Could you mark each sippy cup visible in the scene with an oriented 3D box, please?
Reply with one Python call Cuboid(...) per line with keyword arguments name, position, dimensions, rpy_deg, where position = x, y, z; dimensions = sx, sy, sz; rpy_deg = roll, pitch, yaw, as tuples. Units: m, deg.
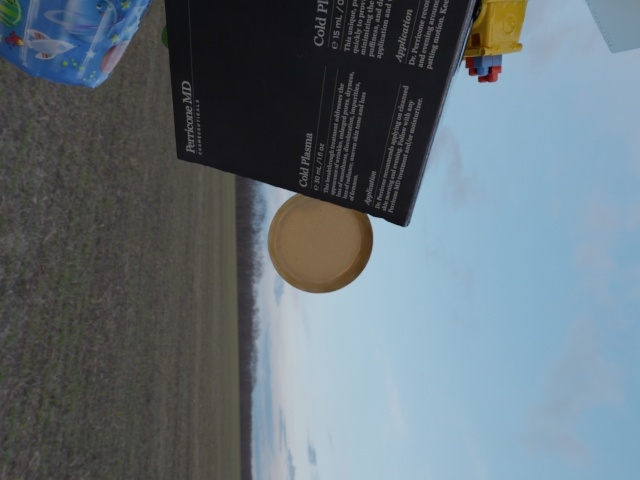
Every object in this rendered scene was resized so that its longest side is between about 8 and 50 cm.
Cuboid(name="sippy cup", position=(-0.340, -0.343, 0.578), dimensions=(0.224, 0.306, 0.240), rpy_deg=(-52, -155, 29))

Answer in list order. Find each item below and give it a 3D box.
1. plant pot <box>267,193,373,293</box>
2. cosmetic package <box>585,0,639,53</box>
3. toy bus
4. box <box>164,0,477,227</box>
Cuboid(name="plant pot", position=(0.000, 0.000, 0.957), dimensions=(0.032, 0.237, 0.236), rpy_deg=(-149, -122, -75))
Cuboid(name="cosmetic package", position=(0.655, -0.507, 0.801), dimensions=(0.230, 0.162, 0.453), rpy_deg=(57, 22, -8))
Cuboid(name="toy bus", position=(0.366, -0.483, 1.020), dimensions=(0.220, 0.150, 0.211), rpy_deg=(-139, -143, -58))
Cuboid(name="box", position=(0.006, -0.237, 0.497), dimensions=(0.179, 0.313, 0.342), rpy_deg=(-57, 161, -52))
